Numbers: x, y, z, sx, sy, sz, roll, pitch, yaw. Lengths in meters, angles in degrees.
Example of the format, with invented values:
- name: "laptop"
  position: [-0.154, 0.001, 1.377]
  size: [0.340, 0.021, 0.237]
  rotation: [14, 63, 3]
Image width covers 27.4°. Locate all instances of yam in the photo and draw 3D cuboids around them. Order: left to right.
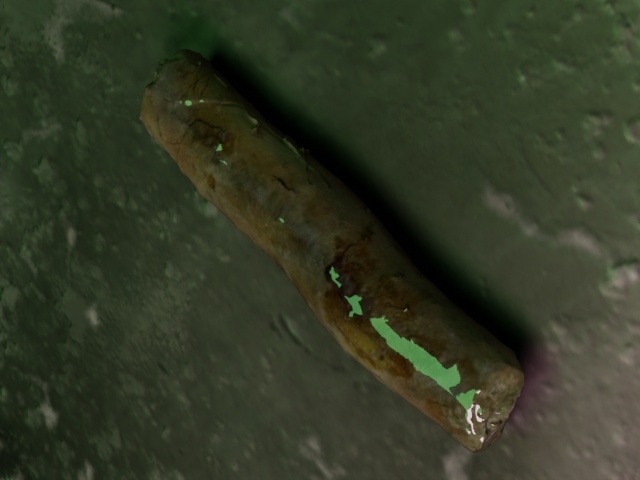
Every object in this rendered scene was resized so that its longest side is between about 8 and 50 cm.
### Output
- name: "yam"
  position: [0.000, 0.000, 0.785]
  size: [0.317, 0.067, 0.071]
  rotation: [45, 158, 24]
